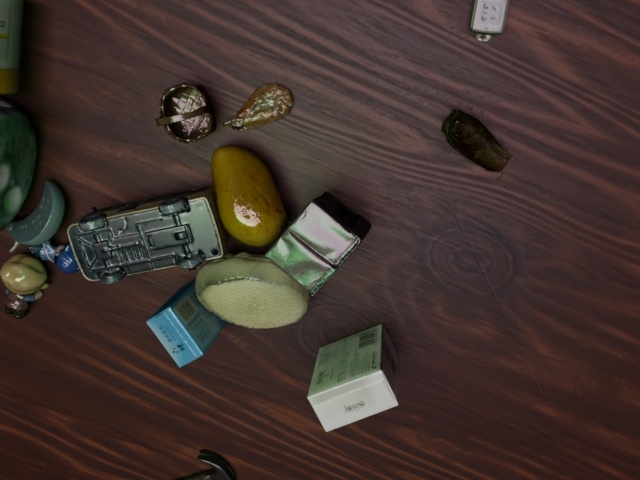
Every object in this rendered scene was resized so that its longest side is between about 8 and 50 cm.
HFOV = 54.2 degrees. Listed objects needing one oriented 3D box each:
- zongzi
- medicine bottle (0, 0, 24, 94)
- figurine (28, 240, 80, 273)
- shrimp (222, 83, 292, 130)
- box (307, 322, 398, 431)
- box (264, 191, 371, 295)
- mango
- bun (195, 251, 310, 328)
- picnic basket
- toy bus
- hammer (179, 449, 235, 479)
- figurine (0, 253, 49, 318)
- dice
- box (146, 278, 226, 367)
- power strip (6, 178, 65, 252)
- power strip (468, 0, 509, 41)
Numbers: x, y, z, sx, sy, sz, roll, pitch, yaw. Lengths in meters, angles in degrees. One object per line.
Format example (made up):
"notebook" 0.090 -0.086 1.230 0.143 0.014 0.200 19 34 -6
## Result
"zongzi" 0.362 -0.214 1.408 0.187 0.184 0.084 38 102 -4
"medicine bottle" -0.827 -0.477 1.457 0.238 0.238 0.232 12 106 4
"figurine" -0.705 0.035 1.673 0.149 0.087 0.086 12 144 4
"shrimp" -0.154 -0.316 1.524 0.184 0.043 0.091 -29 93 7
"box" 0.088 0.333 1.559 0.194 0.260 0.111 -23 105 14
"box" 0.000 0.000 1.483 0.153 0.252 0.188 40 105 1
"mango" -0.178 -0.111 1.526 0.167 0.130 0.262 -20 92 -18
"bun" -0.162 0.112 1.570 0.287 0.146 0.287 6 146 4
"picnic basket" -0.320 -0.299 1.473 0.128 0.178 0.137 -15 103 11
"toy bus" -0.417 -0.019 1.556 0.365 0.202 0.177 -10 110 7
"hammer" -0.458 0.749 1.856 0.440 0.044 0.168 -23 102 12
"figurine" -0.815 0.128 1.710 0.114 0.108 0.196 29 125 9
"dice" -0.910 -0.197 1.489 0.330 0.348 0.328 19 104 1
"box" -0.328 0.200 1.587 0.083 0.232 0.142 -31 100 15
"power strip" -0.753 -0.051 1.642 0.216 0.044 0.137 -40 66 14
"power strip" 0.384 -0.579 1.372 0.078 0.052 0.272 9 107 4
